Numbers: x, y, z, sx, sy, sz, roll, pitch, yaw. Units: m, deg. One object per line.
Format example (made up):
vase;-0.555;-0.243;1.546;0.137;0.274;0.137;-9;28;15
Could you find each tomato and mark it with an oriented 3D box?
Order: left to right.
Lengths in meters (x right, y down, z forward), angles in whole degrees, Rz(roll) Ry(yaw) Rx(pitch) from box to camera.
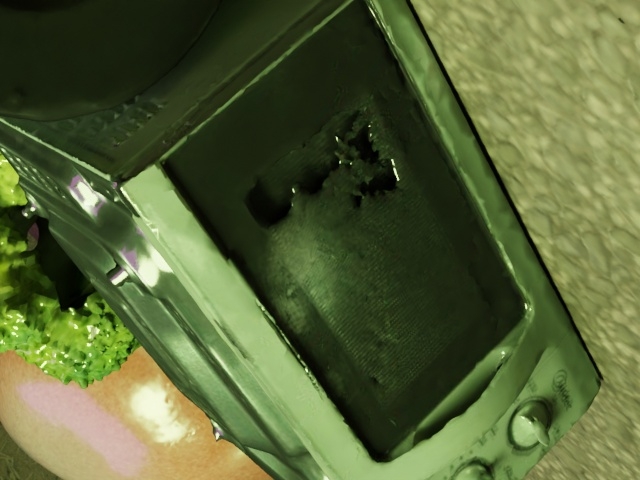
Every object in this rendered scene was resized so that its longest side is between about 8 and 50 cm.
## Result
tomato;-0.161;0.146;1.152;0.341;0.273;0.341;37;161;15

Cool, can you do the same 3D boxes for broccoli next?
broccoli;-0.183;-0.037;0.750;0.186;0.302;0.254;-49;47;50

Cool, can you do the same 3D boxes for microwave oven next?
microwave oven;-0.018;0.013;0.639;0.237;0.181;0.295;24;153;53

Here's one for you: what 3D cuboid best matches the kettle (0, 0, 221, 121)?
kettle;-0.195;-0.146;0.573;0.207;0.250;0.271;4;-174;-35
